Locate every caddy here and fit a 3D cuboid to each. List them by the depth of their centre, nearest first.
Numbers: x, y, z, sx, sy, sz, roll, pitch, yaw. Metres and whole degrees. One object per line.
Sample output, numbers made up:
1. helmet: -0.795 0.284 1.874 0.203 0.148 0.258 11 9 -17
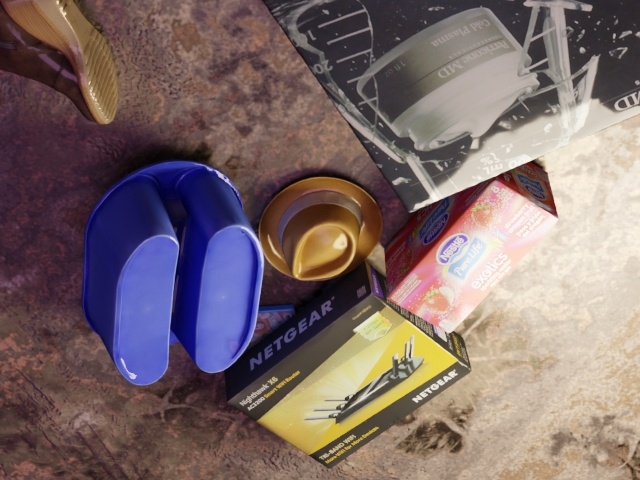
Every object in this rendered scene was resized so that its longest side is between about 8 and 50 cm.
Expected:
1. caddy: -0.219 0.045 1.975 0.241 0.179 0.341 -8 129 -24

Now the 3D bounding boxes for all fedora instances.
1. fedora: 0.000 0.000 1.999 0.194 0.079 0.194 0 126 0

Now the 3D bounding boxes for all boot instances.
1. boot: -0.403 -0.253 1.834 0.207 0.090 0.248 -4 133 21

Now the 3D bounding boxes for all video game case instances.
1. video game case: -0.093 0.175 2.161 0.119 0.015 0.166 -4 125 2

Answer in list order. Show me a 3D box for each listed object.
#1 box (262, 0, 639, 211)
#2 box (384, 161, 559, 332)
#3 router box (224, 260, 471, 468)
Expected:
1. box: 0.196 -0.355 1.573 0.480 0.297 0.472 -24 136 16
2. box: 0.214 -0.008 1.965 0.122 0.128 0.257 29 121 -20
3. router box: 0.041 0.202 2.123 0.309 0.081 0.243 -39 124 22
